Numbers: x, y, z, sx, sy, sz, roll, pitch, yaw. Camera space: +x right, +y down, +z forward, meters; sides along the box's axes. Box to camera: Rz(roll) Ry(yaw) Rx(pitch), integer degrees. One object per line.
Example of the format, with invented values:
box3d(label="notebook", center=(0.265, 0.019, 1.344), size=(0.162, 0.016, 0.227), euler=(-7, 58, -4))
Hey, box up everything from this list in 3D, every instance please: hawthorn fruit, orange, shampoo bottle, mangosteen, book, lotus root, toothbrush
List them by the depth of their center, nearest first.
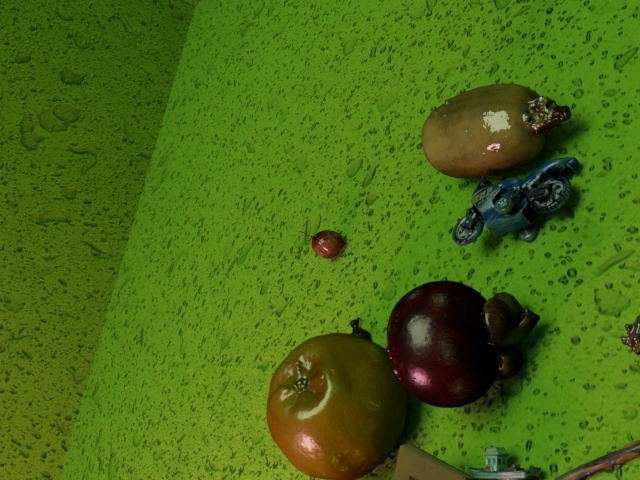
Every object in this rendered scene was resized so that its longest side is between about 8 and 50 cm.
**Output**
box3d(label="toothbrush", center=(0.421, 0.300, 1.374), size=(0.321, 0.023, 0.031), euler=(-42, 29, 33))
box3d(label="book", center=(0.162, 0.457, 1.548), size=(0.161, 0.026, 0.230), euler=(17, 98, 54))
box3d(label="mangosteen", center=(0.239, 0.162, 1.627), size=(0.258, 0.215, 0.215), euler=(-19, 43, 11))
box3d(label="orange", center=(0.026, 0.302, 1.805), size=(0.279, 0.235, 0.279), euler=(-28, 50, 39))
box3d(label="lotus root", center=(0.317, -0.206, 1.812), size=(0.343, 0.152, 0.169), euler=(-8, 61, 60))
box3d(label="shampoo bottle", center=(0.083, 0.213, 1.995), size=(0.048, 0.027, 0.137), euler=(-39, 36, 16))
box3d(label="hawthorn fruit", center=(0.000, 0.000, 2.223), size=(0.066, 0.103, 0.066), euler=(-90, 26, -66))

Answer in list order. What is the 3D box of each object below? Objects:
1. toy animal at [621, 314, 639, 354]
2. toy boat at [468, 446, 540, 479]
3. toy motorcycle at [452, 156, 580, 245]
box3d(label="toy animal", center=(0.512, 0.089, 1.353), size=(0.220, 0.069, 0.086), euler=(-38, 59, 47))
box3d(label="toy boat", center=(0.280, 0.355, 1.522), size=(0.140, 0.059, 0.066), euler=(-21, 63, 53))
box3d(label="toy motorcycle", center=(0.342, -0.074, 1.737), size=(0.254, 0.092, 0.135), euler=(-22, 40, 39))
